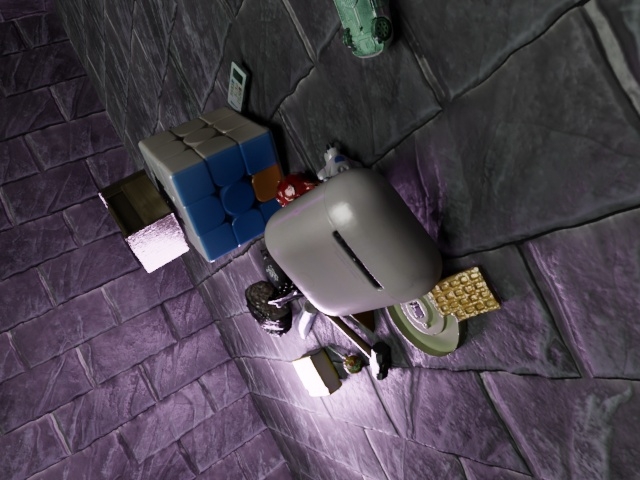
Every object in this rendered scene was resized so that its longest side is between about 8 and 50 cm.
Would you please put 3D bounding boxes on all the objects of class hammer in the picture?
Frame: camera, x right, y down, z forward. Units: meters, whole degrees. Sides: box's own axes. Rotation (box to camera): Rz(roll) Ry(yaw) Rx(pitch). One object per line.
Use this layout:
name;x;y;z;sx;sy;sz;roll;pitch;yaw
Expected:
hammer;0.070;0.258;1.395;0.365;0.043;0.111;37;144;43

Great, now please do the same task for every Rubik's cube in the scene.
Rubik's cube;-0.290;-0.169;1.341;0.291;0.291;0.291;36;149;45

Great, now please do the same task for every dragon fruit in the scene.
dragon fruit;-0.037;-0.135;1.199;0.190;0.094;0.094;-9;107;40

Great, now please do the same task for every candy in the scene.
candy;0.070;0.367;1.493;0.201;0.060;0.061;15;128;64

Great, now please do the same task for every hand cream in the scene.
hand cream;-0.056;0.274;1.628;0.080;0.048;0.255;59;157;19

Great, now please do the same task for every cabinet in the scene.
cabinet;-0.486;-0.053;1.326;0.175;0.148;0.215;51;161;21

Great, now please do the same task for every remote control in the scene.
remote control;-0.226;-0.419;1.314;0.065;0.029;0.166;49;151;12

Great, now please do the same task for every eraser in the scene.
eraser;-0.014;0.482;1.714;0.158;0.069;0.226;59;154;5

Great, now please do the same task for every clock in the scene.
clock;0.219;0.147;1.039;0.235;0.029;0.235;41;146;36

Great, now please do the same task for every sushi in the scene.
sushi;-0.195;0.260;1.773;0.225;0.124;0.127;40;145;37

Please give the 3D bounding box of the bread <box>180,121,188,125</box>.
bread;-0.464;-0.373;1.719;0.156;0.103;0.111;22;121;45

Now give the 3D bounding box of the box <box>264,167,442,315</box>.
box;0.054;0.019;0.967;0.348;0.141;0.289;-24;109;48

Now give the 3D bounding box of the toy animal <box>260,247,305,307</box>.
toy animal;-0.127;0.108;1.593;0.117;0.121;0.210;23;-136;-60

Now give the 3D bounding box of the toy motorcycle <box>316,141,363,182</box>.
toy motorcycle;0.046;-0.102;1.055;0.150;0.102;0.221;-124;21;-64

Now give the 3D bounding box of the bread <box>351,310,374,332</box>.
bread;0.089;0.201;1.260;0.074;0.084;0.139;32;140;44

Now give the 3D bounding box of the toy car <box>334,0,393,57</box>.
toy car;0.062;-0.413;0.759;0.090;0.076;0.224;15;135;54

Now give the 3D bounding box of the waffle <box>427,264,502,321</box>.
waffle;0.267;0.106;0.894;0.135;0.021;0.092;-37;82;50
